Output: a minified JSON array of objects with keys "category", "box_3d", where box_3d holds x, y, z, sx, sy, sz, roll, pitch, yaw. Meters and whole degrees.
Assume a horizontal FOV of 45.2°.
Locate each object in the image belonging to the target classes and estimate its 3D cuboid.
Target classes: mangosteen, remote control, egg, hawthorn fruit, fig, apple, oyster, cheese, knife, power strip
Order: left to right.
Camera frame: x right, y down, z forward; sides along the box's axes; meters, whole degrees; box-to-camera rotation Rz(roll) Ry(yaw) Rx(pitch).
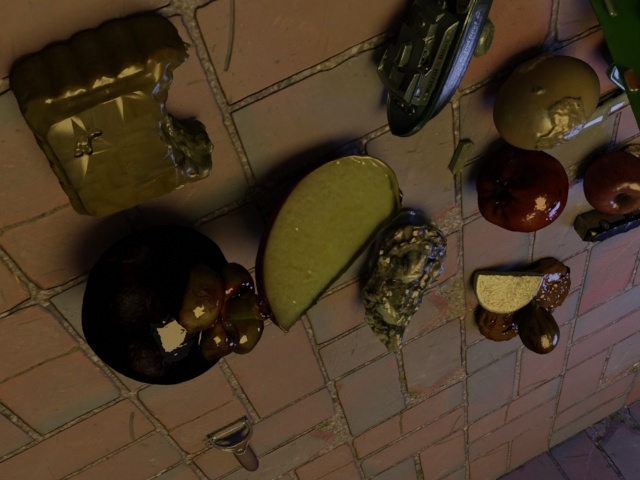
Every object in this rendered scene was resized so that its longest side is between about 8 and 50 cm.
[{"category":"mangosteen","box_3d":[-0.216,0.103,1.224,0.302,0.275,0.275,1,155,26]},{"category":"knife","box_3d":[-0.208,0.551,1.986,0.123,0.053,0.278,-22,143,-5]},{"category":"apple","box_3d":[0.000,0.000,1.335,0.346,0.179,0.254,-48,142,-18]},{"category":"oyster","box_3d":[0.174,0.091,1.643,0.162,0.158,0.351,10,122,1]},{"category":"power strip","box_3d":[0.275,-0.163,1.507,0.027,0.017,0.083,-8,138,-28]},{"category":"cheese","box_3d":[0.261,-0.336,1.253,0.120,0.026,0.067,12,100,-68]},{"category":"hawthorn fruit","box_3d":[0.420,-0.098,1.559,0.202,0.185,0.185,4,132,-45]},{"category":"fig","box_3d":[0.564,0.217,1.992,0.103,0.109,0.155,-45,136,-46]},{"category":"egg","box_3d":[0.407,-0.246,1.380,0.201,0.164,0.164,-32,145,-7]},{"category":"remote control","box_3d":[0.589,-0.267,1.605,0.166,0.029,0.065,-28,144,-6]},{"category":"apple","box_3d":[0.670,-0.131,1.739,0.153,0.120,0.153,4,145,3]}]

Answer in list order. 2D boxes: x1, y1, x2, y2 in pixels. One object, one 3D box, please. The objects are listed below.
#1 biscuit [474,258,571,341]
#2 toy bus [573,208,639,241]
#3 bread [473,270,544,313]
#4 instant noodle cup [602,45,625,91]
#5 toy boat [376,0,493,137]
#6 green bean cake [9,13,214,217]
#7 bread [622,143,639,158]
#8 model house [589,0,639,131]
[{"category":"biscuit","box_3d":[0.555,0.171,2.073,0.295,0.075,0.296,-21,144,-16]},{"category":"toy bus","box_3d":[0.726,-0.048,1.937,0.172,0.072,0.057,-17,141,-17]},{"category":"bread","box_3d":[0.461,0.130,1.933,0.192,0.036,0.112,2,112,-17]},{"category":"instant noodle cup","box_3d":[0.623,-0.364,1.480,0.179,0.070,0.157,15,125,-47]},{"category":"toy boat","box_3d":[0.163,-0.281,1.196,0.122,0.114,0.296,-14,141,-34]},{"category":"green bean cake","box_3d":[-0.261,-0.155,1.024,0.232,0.124,0.236,-24,144,-11]},{"category":"bread","box_3d":[0.730,-0.190,1.800,0.083,0.035,0.070,-11,142,-31]},{"category":"model house","box_3d":[0.645,-0.375,1.307,0.242,0.358,0.312,-25,176,41]}]
